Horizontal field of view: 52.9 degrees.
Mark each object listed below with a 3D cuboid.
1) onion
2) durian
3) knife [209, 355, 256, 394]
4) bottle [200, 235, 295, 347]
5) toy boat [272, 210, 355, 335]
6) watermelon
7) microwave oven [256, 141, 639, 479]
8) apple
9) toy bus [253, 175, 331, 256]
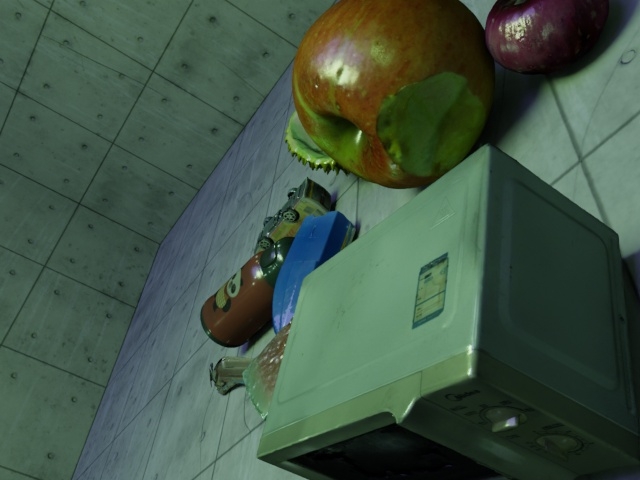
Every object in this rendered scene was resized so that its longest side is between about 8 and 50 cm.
[{"bbox_3d":[0.324,-0.325,0.936,0.177,0.153,0.177,-60,10,19],"label":"onion"},{"bbox_3d":[0.031,-0.241,1.439,0.352,0.158,0.169,33,124,49],"label":"durian"},{"bbox_3d":[-0.166,0.302,1.445,0.365,0.043,0.089,-20,77,58],"label":"knife"},{"bbox_3d":[-0.140,0.114,1.488,0.336,0.144,0.144,-43,26,36],"label":"bottle"},{"bbox_3d":[-0.027,0.078,1.283,0.129,0.088,0.295,-9,44,36],"label":"toy boat"},{"bbox_3d":[-0.008,0.190,1.126,0.256,0.140,0.193,-50,29,7],"label":"watermelon"},{"bbox_3d":[0.130,0.122,0.698,0.355,0.218,0.286,-39,28,47],"label":"microwave oven"},{"bbox_3d":[0.127,-0.263,1.076,0.339,0.339,0.339,-49,23,29],"label":"apple"},{"bbox_3d":[-0.073,-0.037,1.577,0.268,0.106,0.092,-47,24,40],"label":"toy bus"}]
